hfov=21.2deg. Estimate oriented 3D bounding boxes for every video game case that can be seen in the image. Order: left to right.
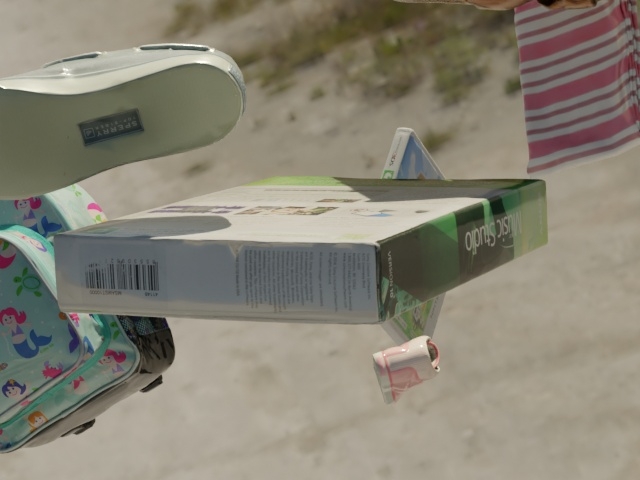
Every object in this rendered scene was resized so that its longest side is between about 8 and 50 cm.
[{"bbox_3d":[0.102,0.008,1.902,0.023,0.212,0.193,8,68,28],"label":"video game case"}]

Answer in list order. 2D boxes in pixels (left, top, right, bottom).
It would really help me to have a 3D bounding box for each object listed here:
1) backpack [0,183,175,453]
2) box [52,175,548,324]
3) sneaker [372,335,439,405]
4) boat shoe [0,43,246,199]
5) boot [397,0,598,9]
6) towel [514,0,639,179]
[{"bbox_3d":[-0.297,0.063,1.692,0.225,0.253,0.191,-32,-14,21],"label":"backpack"},{"bbox_3d":[0.000,0.000,1.186,0.232,0.058,0.322,2,11,26],"label":"box"},{"bbox_3d":[0.092,0.136,1.790,0.070,0.051,0.134,-18,-15,-2],"label":"sneaker"},{"bbox_3d":[-0.159,-0.083,1.138,0.227,0.079,0.081,-10,19,4],"label":"boat shoe"},{"bbox_3d":[0.202,-0.235,1.320,0.220,0.109,0.283,3,11,35],"label":"boot"},{"bbox_3d":[0.247,-0.167,1.655,0.029,0.197,0.144,11,-21,-39],"label":"towel"}]
